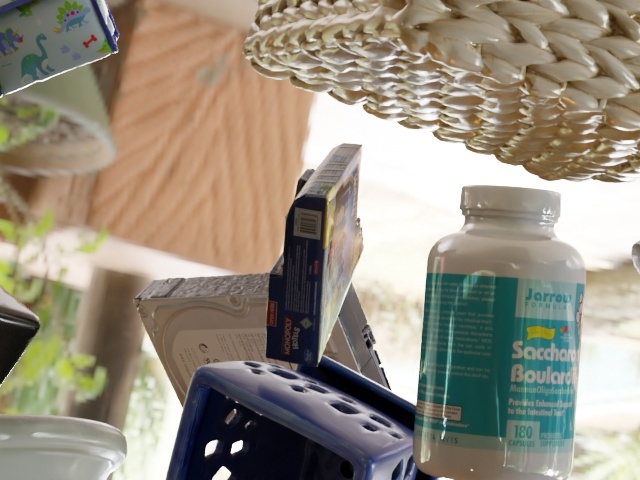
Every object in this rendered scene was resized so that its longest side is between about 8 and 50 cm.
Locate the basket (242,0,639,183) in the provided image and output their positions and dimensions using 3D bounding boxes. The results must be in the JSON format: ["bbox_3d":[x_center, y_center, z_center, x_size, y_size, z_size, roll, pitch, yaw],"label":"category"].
[{"bbox_3d":[0.162,-0.203,1.008,0.328,0.266,0.331,18,176,-22],"label":"basket"}]

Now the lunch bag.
[{"bbox_3d":[-0.276,-0.231,1.368,0.129,0.151,0.096,-20,-159,0],"label":"lunch bag"}]

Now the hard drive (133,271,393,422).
[{"bbox_3d":[-0.077,0.158,1.984,0.339,0.064,0.237,-4,119,34],"label":"hard drive"}]

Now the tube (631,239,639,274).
[{"bbox_3d":[0.361,-0.027,1.229,0.207,0.052,0.080,-31,-178,-13],"label":"tube"}]

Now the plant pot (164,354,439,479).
[{"bbox_3d":[-0.008,0.256,1.522,0.236,0.236,0.212,25,-158,31],"label":"plant pot"}]

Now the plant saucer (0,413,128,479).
[{"bbox_3d":[-0.339,0.218,1.080,0.401,0.100,0.400,-9,165,-2],"label":"plant saucer"}]

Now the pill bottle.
[{"bbox_3d":[0.164,0.084,1.311,0.146,0.264,0.146,4,179,0],"label":"pill bottle"}]

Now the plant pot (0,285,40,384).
[{"bbox_3d":[-0.414,0.085,1.351,0.187,0.188,0.167,35,179,30],"label":"plant pot"}]

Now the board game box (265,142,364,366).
[{"bbox_3d":[0.000,0.000,1.519,0.060,0.194,0.194,10,-154,11],"label":"board game box"}]
